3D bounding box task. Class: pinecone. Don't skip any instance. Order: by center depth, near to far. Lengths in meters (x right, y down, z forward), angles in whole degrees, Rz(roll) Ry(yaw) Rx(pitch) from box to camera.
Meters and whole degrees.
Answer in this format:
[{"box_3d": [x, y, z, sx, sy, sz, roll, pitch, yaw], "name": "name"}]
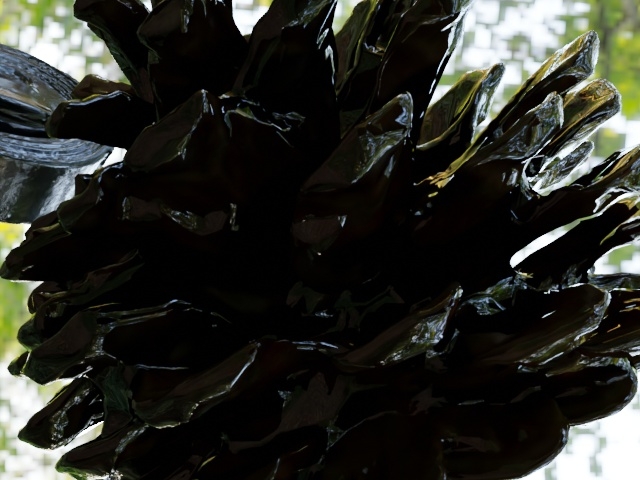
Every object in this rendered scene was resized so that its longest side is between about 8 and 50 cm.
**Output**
[{"box_3d": [0.000, 0.000, 0.985, 0.398, 0.398, 0.397, -179, -90, -66], "name": "pinecone"}]

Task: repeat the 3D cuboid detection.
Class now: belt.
[{"box_3d": [-0.259, -0.091, 1.380, 0.078, 0.198, 0.151, -54, -137, 31], "name": "belt"}]
